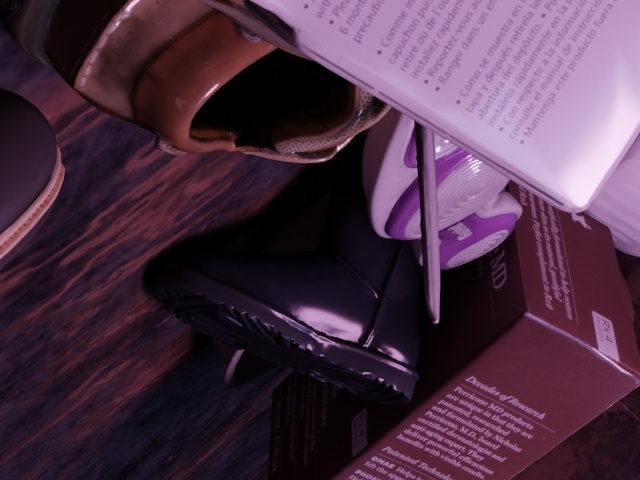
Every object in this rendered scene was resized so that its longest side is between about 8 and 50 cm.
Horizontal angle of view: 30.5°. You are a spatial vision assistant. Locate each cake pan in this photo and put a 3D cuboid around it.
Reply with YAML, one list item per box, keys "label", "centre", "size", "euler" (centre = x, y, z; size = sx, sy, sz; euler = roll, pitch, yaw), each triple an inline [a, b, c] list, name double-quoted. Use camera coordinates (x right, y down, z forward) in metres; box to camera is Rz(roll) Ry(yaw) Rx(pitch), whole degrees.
- label: "cake pan"
  centre: [0.000, 0.031, 1.183]
  size: [0.293, 0.054, 0.293]
  euler: [-40, 167, -12]

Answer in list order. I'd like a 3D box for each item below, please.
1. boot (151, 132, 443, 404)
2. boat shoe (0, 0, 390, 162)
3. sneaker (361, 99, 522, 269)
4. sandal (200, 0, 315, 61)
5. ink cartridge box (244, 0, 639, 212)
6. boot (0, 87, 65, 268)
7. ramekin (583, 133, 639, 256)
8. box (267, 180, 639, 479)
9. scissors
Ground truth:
- label: "boot"
  centre: [0.000, 0.000, 0.969]
  size: [0.094, 0.246, 0.207]
  euler: [-25, -135, 60]
- label: "boat shoe"
  centre: [-0.024, -0.091, 0.597]
  size: [0.122, 0.120, 0.324]
  euler: [-49, 165, 23]
- label: "sneaker"
  centre: [0.066, -0.072, 0.825]
  size: [0.114, 0.152, 0.305]
  euler: [-27, 165, 1]
- label: "sandal"
  centre: [-0.022, -0.117, 0.436]
  size: [0.072, 0.180, 0.049]
  euler: [-68, -160, 0]
- label: "ink cartridge box"
  centre: [0.063, -0.192, 0.366]
  size: [0.296, 0.261, 0.066]
  euler: [-58, -151, 9]
- label: "boot"
  centre: [-0.123, -0.044, 0.287]
  size: [0.198, 0.077, 0.137]
  euler: [-26, 153, -55]
- label: "ramekin"
  centre: [0.306, -0.135, 1.122]
  size: [0.277, 0.135, 0.277]
  euler: [-43, -146, 40]
- label: "box"
  centre: [0.105, 0.135, 1.084]
  size: [0.381, 0.143, 0.191]
  euler: [-45, -154, 33]
- label: "scissors"
  centre: [0.055, -0.086, 0.603]
  size: [0.021, 0.297, 0.109]
  euler: [-7, 158, 8]
